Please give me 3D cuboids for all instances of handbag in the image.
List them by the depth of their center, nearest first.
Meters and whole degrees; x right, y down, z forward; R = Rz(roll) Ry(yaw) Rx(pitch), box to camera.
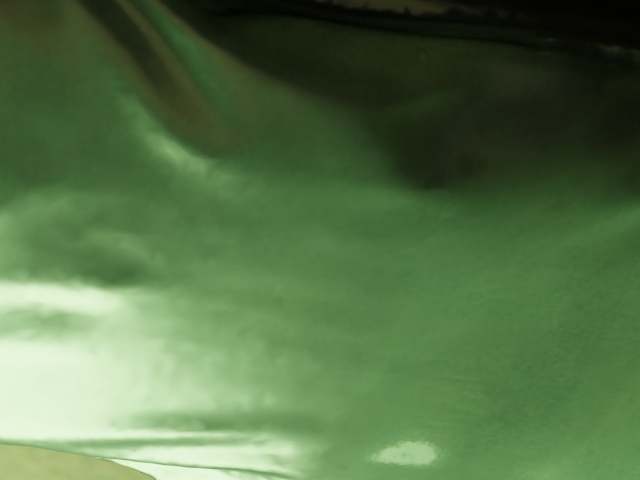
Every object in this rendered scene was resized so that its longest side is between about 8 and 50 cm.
[{"bbox_3d":[-0.003,-0.001,0.488,0.332,0.075,0.192,10,133,-21],"label":"handbag"}]
